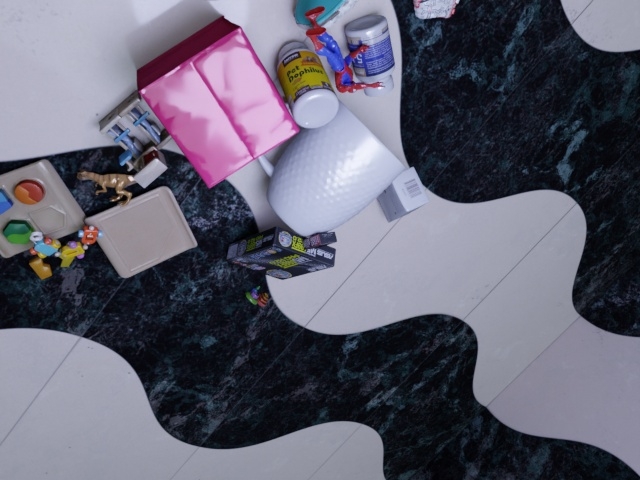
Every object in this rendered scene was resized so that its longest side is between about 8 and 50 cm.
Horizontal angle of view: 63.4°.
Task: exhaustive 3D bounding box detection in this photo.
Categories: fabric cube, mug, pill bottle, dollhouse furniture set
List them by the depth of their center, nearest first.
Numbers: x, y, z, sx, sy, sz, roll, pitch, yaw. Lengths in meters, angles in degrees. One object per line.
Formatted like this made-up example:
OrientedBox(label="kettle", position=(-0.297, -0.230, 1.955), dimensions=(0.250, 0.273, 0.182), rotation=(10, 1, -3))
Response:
OrientedBox(label="fabric cube", position=(-0.241, -0.329, 1.205), dimensions=(0.259, 0.254, 0.258), rotation=(-32, 122, 0))
OrientedBox(label="dollhouse furniture set", position=(-0.427, -0.245, 1.232), dimensions=(0.129, 0.183, 0.129), rotation=(-40, 129, 5))
OrientedBox(label="pill bottle", position=(-0.038, -0.390, 1.284), dimensions=(0.117, 0.215, 0.117), rotation=(-15, 149, -9))
OrientedBox(label="pill bottle", position=(0.138, -0.485, 1.375), dimensions=(0.112, 0.112, 0.186), rotation=(-25, 128, -7))
OrientedBox(label="mug", position=(-0.013, -0.213, 1.419), dimensions=(0.374, 0.276, 0.328), rotation=(44, 102, -8))

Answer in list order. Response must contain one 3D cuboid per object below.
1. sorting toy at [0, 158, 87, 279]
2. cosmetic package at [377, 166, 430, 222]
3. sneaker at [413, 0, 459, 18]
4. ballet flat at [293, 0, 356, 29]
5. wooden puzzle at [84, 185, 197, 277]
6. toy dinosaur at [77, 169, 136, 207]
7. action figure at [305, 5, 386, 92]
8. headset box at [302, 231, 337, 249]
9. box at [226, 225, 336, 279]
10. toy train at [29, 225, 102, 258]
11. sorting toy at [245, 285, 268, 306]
OrientedBox(label="sorting toy", position=(-0.729, -0.037, 1.328), dimensions=(0.229, 0.041, 0.307), rotation=(-24, 129, -8))
OrientedBox(label="cosmetic package", position=(0.242, -0.134, 1.577), dimensions=(0.085, 0.231, 0.117), rotation=(-24, 86, -9))
OrientedBox(label="sneaker", position=(0.357, -0.683, 1.362), dimensions=(0.270, 0.090, 0.145), rotation=(-28, 139, -11))
OrientedBox(label="ballet flat", position=(0.096, -0.666, 1.230), dimensions=(0.147, 0.147, 0.409), rotation=(23, 111, -34))
OrientedBox(label="wooden puzzle", position=(-0.493, -0.024, 1.443), dimensions=(0.239, 0.044, 0.221), rotation=(-23, 129, -9))
OrientedBox(label="toy dinosaur", position=(-0.512, -0.150, 1.337), dimensions=(0.212, 0.064, 0.112), rotation=(-7, 123, -21))
OrientedBox(label="action figure", position=(0.073, -0.449, 1.264), dimensions=(0.139, 0.091, 0.280), rotation=(-6, 161, 17))
OrientedBox(label="headset box", position=(0.000, 0.000, 1.421), dimensions=(0.062, 0.083, 0.032), rotation=(-9, 83, -41))
OrientedBox(label="box", position=(-0.121, 0.045, 1.543), dimensions=(0.216, 0.060, 0.270), rotation=(22, 155, -34))
OrientedBox(label="toy train", position=(-0.656, -0.006, 1.332), dimensions=(0.166, 0.046, 0.125), rotation=(-2, 140, -33))
OrientedBox(label="sorting toy", position=(-0.205, 0.180, 1.704), dimensions=(0.042, 0.061, 0.102), rotation=(-42, 152, 6))
